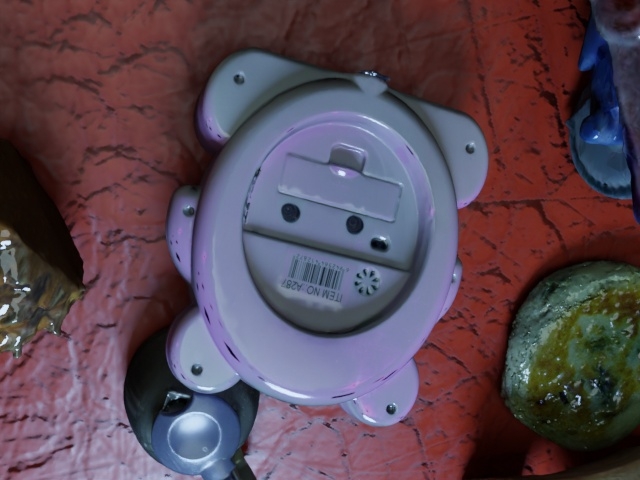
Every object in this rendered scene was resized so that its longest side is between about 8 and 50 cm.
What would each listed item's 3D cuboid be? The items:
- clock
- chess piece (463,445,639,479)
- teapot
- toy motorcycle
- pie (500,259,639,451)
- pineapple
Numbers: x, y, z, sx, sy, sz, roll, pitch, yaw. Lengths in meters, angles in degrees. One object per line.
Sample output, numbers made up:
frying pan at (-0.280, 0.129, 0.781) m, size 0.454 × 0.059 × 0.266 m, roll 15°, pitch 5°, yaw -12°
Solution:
clock at (0.000, 0.000, 0.594) m, size 0.227 × 0.090 × 0.248 m, roll 14°, pitch 84°, yaw -15°
chess piece at (0.274, 0.240, 0.729) m, size 0.300 × 0.137 × 0.137 m, roll 7°, pitch 104°, yaw -14°
teapot at (-0.100, 0.149, 0.635) m, size 0.111 × 0.108 × 0.149 m, roll -1°, pitch 105°, yaw -10°
toy motorcycle at (0.313, -0.162, 0.583) m, size 0.240 × 0.182 × 0.319 m, roll 14°, pitch 106°, yaw 24°
pie at (0.252, 0.108, 0.734) m, size 0.186 × 0.041 × 0.187 m, roll -4°, pitch 107°, yaw -12°
pineapple at (-0.349, 0.058, 0.537) m, size 0.364 × 0.165 × 0.166 m, roll -24°, pitch 109°, yaw -2°
